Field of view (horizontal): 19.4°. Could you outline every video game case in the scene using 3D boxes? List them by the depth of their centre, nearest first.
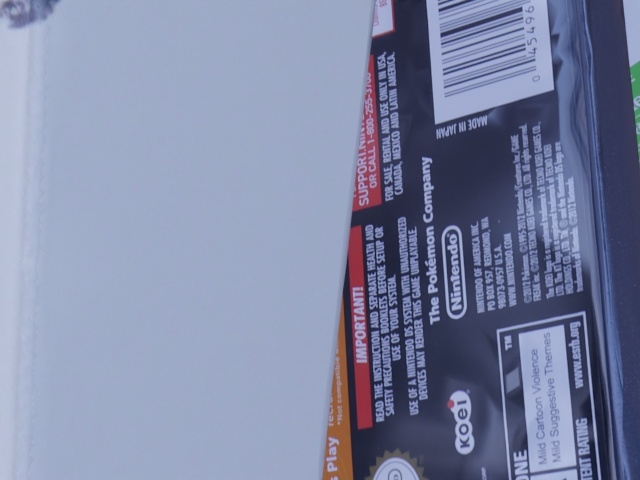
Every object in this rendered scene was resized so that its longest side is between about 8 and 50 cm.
[{"bbox_3d":[0.000,0.000,0.678,0.248,0.035,0.275,-14,70,35],"label":"video game case"}]

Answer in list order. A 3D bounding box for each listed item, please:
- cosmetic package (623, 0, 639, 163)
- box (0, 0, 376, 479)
[{"bbox_3d":[0.106,-0.188,0.942,0.197,0.365,0.155,-35,35,23],"label":"cosmetic package"},{"bbox_3d":[-0.058,-0.047,0.368,0.113,0.094,0.275,21,116,35],"label":"box"}]
